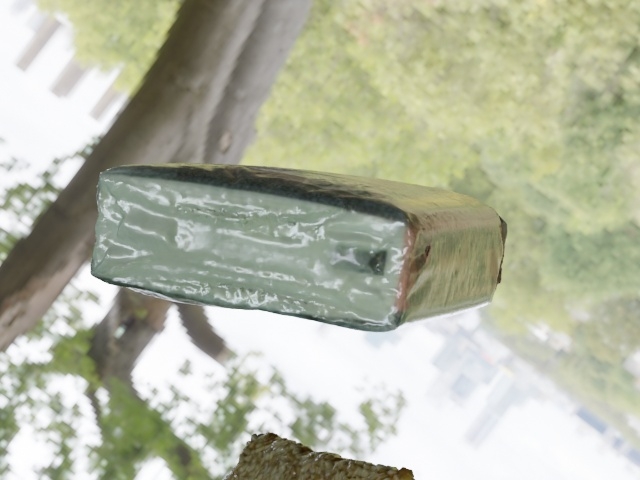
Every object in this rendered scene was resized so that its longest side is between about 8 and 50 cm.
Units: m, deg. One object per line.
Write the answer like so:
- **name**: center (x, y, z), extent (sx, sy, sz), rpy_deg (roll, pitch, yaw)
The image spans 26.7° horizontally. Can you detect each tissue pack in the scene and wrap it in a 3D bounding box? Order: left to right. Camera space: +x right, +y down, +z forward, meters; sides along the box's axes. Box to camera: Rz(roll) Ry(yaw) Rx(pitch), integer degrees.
- **tissue pack**: center (0.000, 0.000, 1.013), extent (0.228, 0.103, 0.316), rpy_deg (10, -176, 18)

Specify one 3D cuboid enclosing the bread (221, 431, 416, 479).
- **bread**: center (-0.017, 0.228, 0.850), extent (0.110, 0.184, 0.234), rpy_deg (42, 163, -18)
